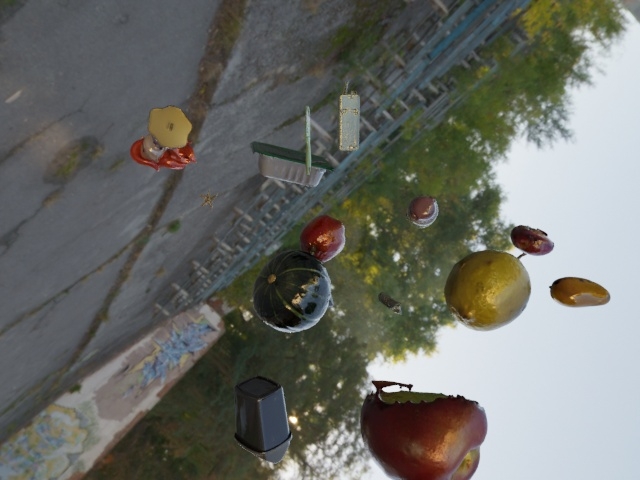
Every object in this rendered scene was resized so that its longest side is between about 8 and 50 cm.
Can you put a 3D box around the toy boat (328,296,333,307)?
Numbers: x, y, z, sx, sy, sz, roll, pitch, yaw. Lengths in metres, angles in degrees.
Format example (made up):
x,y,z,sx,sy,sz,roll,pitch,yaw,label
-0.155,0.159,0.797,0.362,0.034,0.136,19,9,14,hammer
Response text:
x,y,z,sx,sy,sz,roll,pitch,yaw,label
-0.058,0.216,2.141,0.092,0.319,0.141,-37,-167,50,toy boat

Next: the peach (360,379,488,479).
x,y,z,sx,sy,sz,roll,pitch,yaw,label
0.316,0.619,1.394,0.406,0.335,0.310,-4,-111,34,peach

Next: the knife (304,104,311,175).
x,y,z,sx,sy,sz,roll,pitch,yaw,label
-0.037,-0.282,1.242,0.014,0.207,0.030,-5,169,23,knife

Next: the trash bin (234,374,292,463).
x,y,z,sx,sy,sz,roll,pitch,yaw,label
-0.229,0.693,1.713,0.182,0.290,0.209,-13,-167,-43,trash bin

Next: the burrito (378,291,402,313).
x,y,z,sx,sy,sz,roll,pitch,yaw,label
0.340,0.304,2.170,0.058,0.063,0.229,-62,-162,-2,burrito

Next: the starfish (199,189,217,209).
x,y,z,sx,sy,sz,roll,pitch,yaw,label
-0.486,-0.177,1.942,0.092,0.086,0.016,-38,-158,-25,starfish

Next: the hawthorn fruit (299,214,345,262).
x,y,z,sx,sy,sz,roll,pitch,yaw,label
0.000,0.000,1.928,0.205,0.205,0.253,-42,178,30,hawthorn fruit

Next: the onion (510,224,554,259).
x,y,z,sx,sy,sz,roll,pitch,yaw,label
0.742,0.022,1.585,0.150,0.150,0.140,-54,163,-59,onion

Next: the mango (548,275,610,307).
x,y,z,sx,sy,sz,roll,pitch,yaw,label
0.841,0.168,1.445,0.178,0.090,0.115,-3,-146,0,mango

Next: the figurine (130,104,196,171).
x,y,z,sx,sy,sz,roll,pitch,yaw,label
-0.567,-0.348,1.621,0.208,0.181,0.257,-28,180,-36,figurine

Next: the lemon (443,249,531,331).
x,y,z,sx,sy,sz,roll,pitch,yaw,label
0.528,0.157,1.408,0.284,0.260,0.260,-30,-178,-13,lemon

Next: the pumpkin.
x,y,z,sx,sy,sz,roll,pitch,yaw,label
-0.111,0.194,1.709,0.323,0.241,0.323,-22,-124,36,pumpkin

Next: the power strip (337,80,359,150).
x,y,z,sx,sy,sz,roll,pitch,yaw,label
0.119,-0.530,1.894,0.093,0.288,0.053,-1,-167,-4,power strip

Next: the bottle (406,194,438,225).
x,y,z,sx,sy,sz,roll,pitch,yaw,label
0.391,-0.111,1.697,0.120,0.120,0.253,-44,172,5,bottle

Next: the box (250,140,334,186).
x,y,z,sx,sy,sz,roll,pitch,yaw,label
-0.128,-0.308,1.828,0.264,0.336,0.106,-114,-142,-65,box
